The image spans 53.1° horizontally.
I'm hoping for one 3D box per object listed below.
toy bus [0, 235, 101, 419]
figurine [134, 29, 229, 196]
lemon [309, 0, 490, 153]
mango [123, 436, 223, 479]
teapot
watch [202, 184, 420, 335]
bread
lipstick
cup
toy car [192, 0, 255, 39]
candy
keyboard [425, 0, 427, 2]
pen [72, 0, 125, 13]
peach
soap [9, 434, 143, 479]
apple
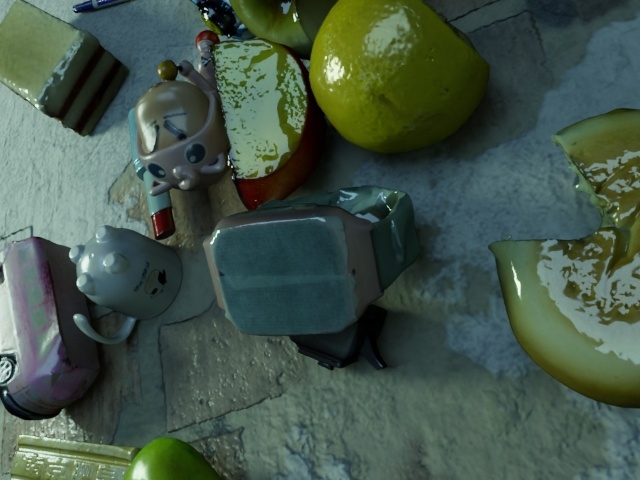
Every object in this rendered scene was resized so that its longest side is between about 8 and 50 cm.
[{"bbox_3d":[-0.474,0.141,1.087,0.147,0.127,0.303,-32,60,8],"label":"toy bus"},{"bbox_3d":[-0.225,-0.208,1.049,0.176,0.186,0.288,-15,49,28],"label":"figurine"},{"bbox_3d":[0.094,-0.228,0.890,0.219,0.240,0.240,-44,57,23],"label":"lemon"},{"bbox_3d":[-0.176,0.399,0.828,0.273,0.149,0.185,40,98,38],"label":"mango"},{"bbox_3d":[0.015,0.130,0.881,0.177,0.087,0.096,16,104,31],"label":"teapot"},{"bbox_3d":[0.000,0.000,0.841,0.253,0.241,0.162,-3,111,16],"label":"watch"},{"bbox_3d":[0.357,0.021,0.700,0.333,0.160,0.333,-9,69,24],"label":"bread"},{"bbox_3d":[-0.293,-0.119,1.132,0.061,0.068,0.274,-32,59,24],"label":"lipstick"},{"bbox_3d":[-0.334,0.063,1.040,0.173,0.142,0.134,-47,58,4],"label":"cup"},{"bbox_3d":[-0.185,-0.493,1.177,0.314,0.166,0.198,39,90,3],"label":"toy car"},{"bbox_3d":[-0.561,-0.364,1.324,0.320,0.135,0.179,33,86,32],"label":"candy"},{"bbox_3d":[0.148,-0.384,1.047,0.055,0.017,0.166,-32,60,18],"label":"keyboard"},{"bbox_3d":[-0.462,-0.526,1.400,0.204,0.025,0.025,-3,69,25],"label":"pen"},{"bbox_3d":[-0.065,-0.170,0.986,0.153,0.159,0.267,-15,78,11],"label":"peach"},{"bbox_3d":[-0.386,0.364,1.011,0.252,0.037,0.092,-3,71,25],"label":"soap"},{"bbox_3d":[-0.027,-0.443,0.992,0.233,0.295,0.258,18,63,24],"label":"apple"}]
